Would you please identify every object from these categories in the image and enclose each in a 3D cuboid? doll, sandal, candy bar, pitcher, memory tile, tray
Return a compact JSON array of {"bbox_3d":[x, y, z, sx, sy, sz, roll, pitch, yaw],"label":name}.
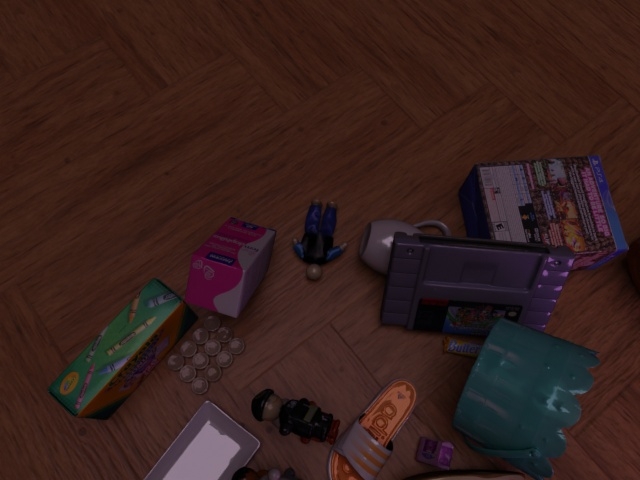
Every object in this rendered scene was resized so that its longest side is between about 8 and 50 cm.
[{"bbox_3d":[0.000,0.000,1.214,0.129,0.046,0.188,9,69,3],"label":"doll"},{"bbox_3d":[0.106,0.384,1.054,0.102,0.076,0.265,34,72,11],"label":"sandal"},{"bbox_3d":[0.345,0.242,1.149,0.162,0.018,0.040,12,69,2],"label":"candy bar"},{"bbox_3d":[0.200,0.007,1.190,0.207,0.125,0.177,16,48,-7],"label":"pitcher"},{"bbox_3d":[-0.244,0.244,1.131,0.113,0.012,0.148,39,72,12],"label":"memory tile"},{"bbox_3d":[-0.254,0.468,1.035,0.145,0.030,0.270,35,72,10],"label":"tray"}]

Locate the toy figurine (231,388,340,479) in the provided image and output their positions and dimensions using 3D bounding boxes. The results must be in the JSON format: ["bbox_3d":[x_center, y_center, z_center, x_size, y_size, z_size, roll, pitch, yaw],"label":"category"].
[{"bbox_3d":[-0.066,0.393,0.977,0.148,0.213,0.209,15,72,14],"label":"toy figurine"}]

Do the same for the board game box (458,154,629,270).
[{"bbox_3d":[0.493,-0.052,1.199,0.291,0.141,0.231,-4,69,-3],"label":"board game box"}]

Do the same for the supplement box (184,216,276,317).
[{"bbox_3d":[-0.180,0.049,1.090,0.111,0.113,0.220,17,25,4],"label":"supplement box"}]

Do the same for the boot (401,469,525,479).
[{"bbox_3d":[0.272,0.538,0.979,0.262,0.095,0.203,8,70,-19],"label":"boot"}]

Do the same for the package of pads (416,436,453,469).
[{"bbox_3d":[0.225,0.419,1.042,0.032,0.083,0.050,24,69,-15],"label":"package of pads"}]

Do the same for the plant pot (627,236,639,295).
[{"bbox_3d":[0.801,0.058,1.110,0.204,0.291,0.290,-20,70,7],"label":"plant pot"}]

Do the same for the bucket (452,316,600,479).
[{"bbox_3d":[0.381,0.290,0.992,0.183,0.281,0.281,23,69,26],"label":"bucket"}]

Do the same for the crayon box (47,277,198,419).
[{"bbox_3d":[-0.381,0.220,1.053,0.081,0.165,0.278,37,73,11],"label":"crayon box"}]

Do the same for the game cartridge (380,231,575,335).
[{"bbox_3d":[0.314,0.101,1.099,0.356,0.230,0.068,4,31,0],"label":"game cartridge"}]
